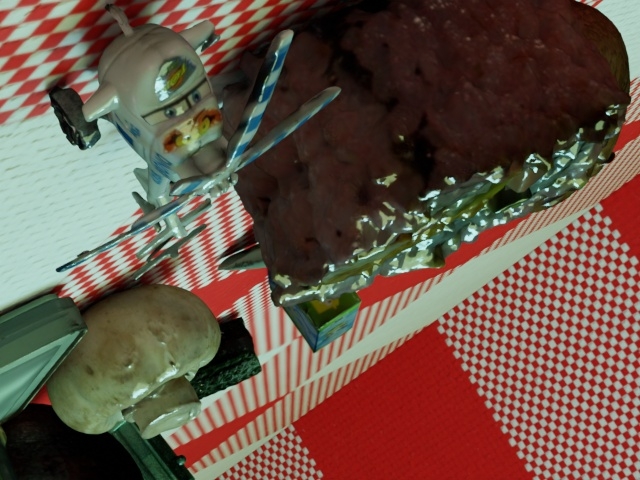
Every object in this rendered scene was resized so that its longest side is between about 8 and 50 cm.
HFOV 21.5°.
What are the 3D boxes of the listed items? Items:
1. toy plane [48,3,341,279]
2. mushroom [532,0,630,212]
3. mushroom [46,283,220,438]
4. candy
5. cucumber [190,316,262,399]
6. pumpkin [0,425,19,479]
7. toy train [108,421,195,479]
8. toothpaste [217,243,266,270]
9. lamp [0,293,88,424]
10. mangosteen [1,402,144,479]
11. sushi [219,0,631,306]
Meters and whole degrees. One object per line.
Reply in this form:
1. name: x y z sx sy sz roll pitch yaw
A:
1. toy plane: -0.084 -0.062 0.965 0.182 0.107 0.273 -38 177 4
2. mushroom: 0.137 -0.096 1.371 0.253 0.153 0.253 -24 162 -8
3. mushroom: -0.164 0.112 1.512 0.166 0.127 0.166 -35 166 -10
4. candy: -0.009 0.058 1.843 0.062 0.097 0.194 -34 172 -8
5. cucumber: -0.155 0.151 1.923 0.241 0.074 0.074 -21 165 -48
6. pumpkin: -0.341 0.210 1.065 0.323 0.241 0.323 -23 175 -2
7. toy train: -0.216 0.255 1.970 0.111 0.170 0.071 -41 169 11
8. toothpaste: 0.000 0.000 1.555 0.067 0.037 0.255 -30 -168 -39
9. lamp: -0.339 0.152 1.388 0.269 0.047 0.266 -27 169 -32
10. mangosteen: -0.299 0.306 1.627 0.300 0.300 0.300 -31 171 -6
11. sushi: 0.055 -0.073 1.132 0.270 0.171 0.236 -25 169 -29
